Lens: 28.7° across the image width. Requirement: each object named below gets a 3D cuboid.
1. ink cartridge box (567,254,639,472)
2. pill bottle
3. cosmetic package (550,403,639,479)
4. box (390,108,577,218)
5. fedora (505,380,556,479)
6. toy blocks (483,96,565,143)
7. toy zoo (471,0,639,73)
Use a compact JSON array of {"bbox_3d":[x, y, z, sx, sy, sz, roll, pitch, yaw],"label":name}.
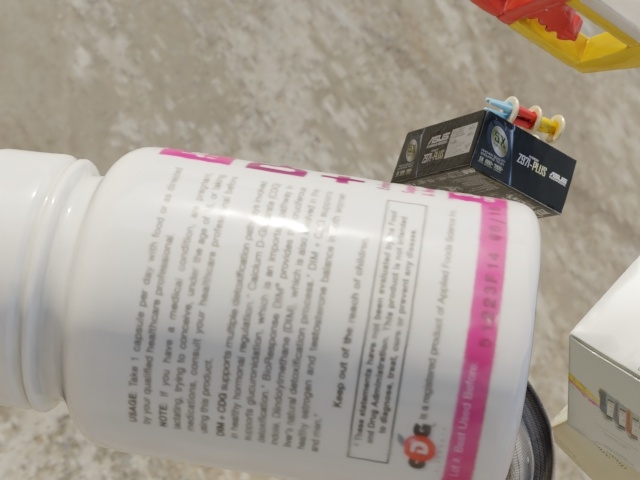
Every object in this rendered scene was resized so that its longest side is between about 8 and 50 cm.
[{"bbox_3d":[0.329,0.128,1.230,0.127,0.128,0.176,33,-26,29],"label":"ink cartridge box"},{"bbox_3d":[-0.039,0.038,0.651,0.160,0.283,0.160,9,90,-87],"label":"pill bottle"},{"bbox_3d":[0.469,0.288,1.900,0.160,0.113,0.309,44,-14,8],"label":"cosmetic package"},{"bbox_3d":[0.201,-0.085,1.564,0.147,0.180,0.078,26,73,-23],"label":"box"},{"bbox_3d":[0.166,0.250,1.528,0.124,0.243,0.275,70,11,-73],"label":"fedora"},{"bbox_3d":[0.327,-0.195,2.162,0.148,0.123,0.054,17,55,-24],"label":"toy blocks"},{"bbox_3d":[0.201,-0.211,1.007,0.293,0.192,0.030,28,74,-23],"label":"toy zoo"}]
